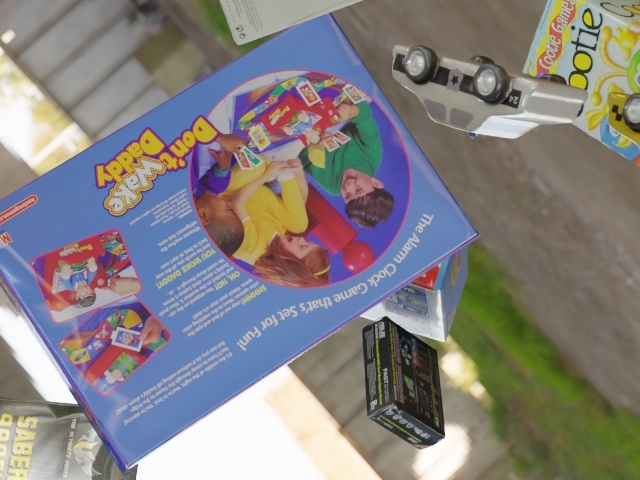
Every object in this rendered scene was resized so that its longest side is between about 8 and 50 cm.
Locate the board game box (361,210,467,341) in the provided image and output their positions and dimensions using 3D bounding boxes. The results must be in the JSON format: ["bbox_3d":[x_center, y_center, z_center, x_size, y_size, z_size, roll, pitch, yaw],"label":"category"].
[{"bbox_3d":[0.000,0.000,1.681,0.302,0.086,0.308,18,170,9],"label":"board game box"}]

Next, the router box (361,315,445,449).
[{"bbox_3d":[0.090,0.155,1.728,0.092,0.038,0.122,36,-144,-36],"label":"router box"}]

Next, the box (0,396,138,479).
[{"bbox_3d":[-0.268,0.263,1.450,0.183,0.231,0.056,3,166,20],"label":"box"}]

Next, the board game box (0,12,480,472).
[{"bbox_3d":[-0.079,-0.003,1.304,0.233,0.347,0.078,57,165,4],"label":"board game box"}]

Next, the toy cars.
[{"bbox_3d":[0.249,-0.103,1.472,0.394,0.087,0.176,13,-170,6],"label":"toy cars"}]

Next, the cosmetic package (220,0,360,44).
[{"bbox_3d":[-0.011,-0.174,1.014,0.060,0.115,0.041,-107,-3,-46],"label":"cosmetic package"}]

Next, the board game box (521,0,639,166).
[{"bbox_3d":[0.387,-0.183,1.849,0.144,0.142,0.275,-5,-148,-40],"label":"board game box"}]
